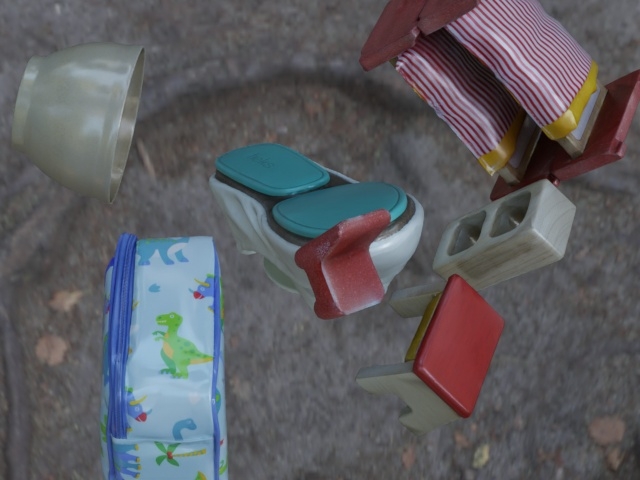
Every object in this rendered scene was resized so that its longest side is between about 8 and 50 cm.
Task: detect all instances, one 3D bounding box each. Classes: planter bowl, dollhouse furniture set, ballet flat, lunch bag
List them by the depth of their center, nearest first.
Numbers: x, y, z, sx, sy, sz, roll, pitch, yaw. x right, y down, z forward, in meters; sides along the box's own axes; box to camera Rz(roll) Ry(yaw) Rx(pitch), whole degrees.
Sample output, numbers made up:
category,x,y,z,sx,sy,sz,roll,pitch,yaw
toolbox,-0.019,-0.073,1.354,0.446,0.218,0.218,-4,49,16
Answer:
category,x,y,z,sx,sy,sz,roll,pitch,yaw
lunch bag,-0.110,0.112,1.047,0.090,0.219,0.176,1,47,-3
dollhouse furniture set,0.118,-0.058,1.199,0.201,0.152,0.374,42,49,-20
ballet flat,0.000,0.000,1.383,0.139,0.139,0.400,-26,20,-14
planter bowl,-0.243,-0.126,1.458,0.109,0.162,0.162,12,59,-4
